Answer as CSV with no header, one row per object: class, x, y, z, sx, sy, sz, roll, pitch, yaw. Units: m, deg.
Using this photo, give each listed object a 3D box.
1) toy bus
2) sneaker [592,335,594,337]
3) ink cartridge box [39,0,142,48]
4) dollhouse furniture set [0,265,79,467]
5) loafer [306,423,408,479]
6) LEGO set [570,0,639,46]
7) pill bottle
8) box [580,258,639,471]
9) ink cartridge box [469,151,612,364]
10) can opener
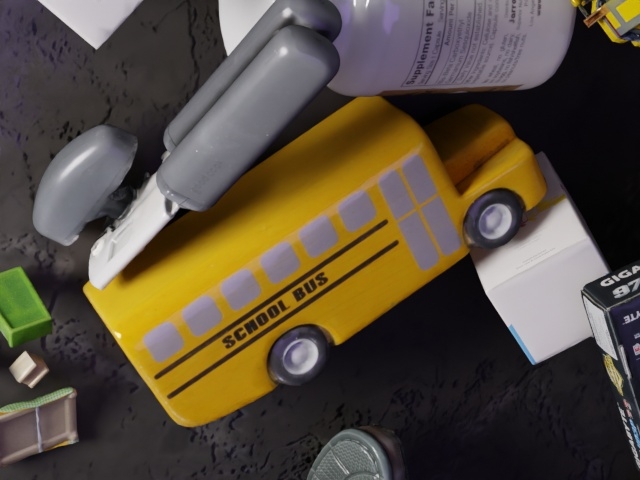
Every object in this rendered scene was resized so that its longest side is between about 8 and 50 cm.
toy bus,0.000,0.000,1.178,0.333,0.108,0.130,-35,122,-8
sneaker,0.257,0.065,1.349,0.191,0.083,0.071,15,104,-32
ink cartridge box,-0.194,-0.220,0.959,0.082,0.139,0.191,-47,124,2
dollhouse furniture set,-0.226,0.097,1.160,0.076,0.058,0.151,-21,140,-25
loafer,0.036,0.262,1.339,0.084,0.096,0.267,-18,128,-41
LEGO set,0.320,-0.159,1.133,0.255,0.192,0.331,45,69,-5
pill bottle,0.052,-0.167,1.111,0.229,0.131,0.131,-4,114,-24
box,0.327,0.072,1.206,0.220,0.051,0.175,-25,114,-6
ink cartridge box,0.171,0.008,1.253,0.090,0.143,0.092,-30,124,9
can opener,-0.100,-0.068,1.045,0.095,0.076,0.283,26,133,-23
